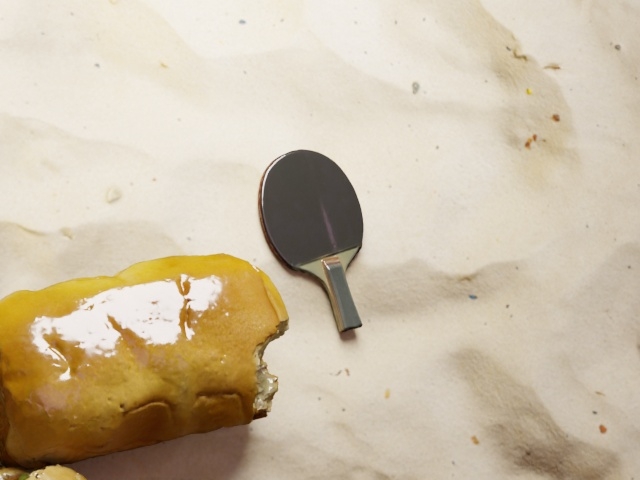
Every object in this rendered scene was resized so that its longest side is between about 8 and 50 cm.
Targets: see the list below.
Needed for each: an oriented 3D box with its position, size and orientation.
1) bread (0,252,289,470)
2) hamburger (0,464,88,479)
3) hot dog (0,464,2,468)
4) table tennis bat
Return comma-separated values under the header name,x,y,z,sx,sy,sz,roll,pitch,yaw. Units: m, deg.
name,x,y,z,sx,sy,sz,roll,pitch,yaw
bread,-0.191,0.122,1.841,0.344,0.149,0.195,-13,83,-30
hamburger,-0.238,0.305,1.757,0.262,0.124,0.131,54,42,-40
hot dog,-0.382,0.325,1.740,0.104,0.076,0.250,38,62,-17
table tennis bat,0.000,0.000,2.047,0.130,0.019,0.220,-16,85,-29
